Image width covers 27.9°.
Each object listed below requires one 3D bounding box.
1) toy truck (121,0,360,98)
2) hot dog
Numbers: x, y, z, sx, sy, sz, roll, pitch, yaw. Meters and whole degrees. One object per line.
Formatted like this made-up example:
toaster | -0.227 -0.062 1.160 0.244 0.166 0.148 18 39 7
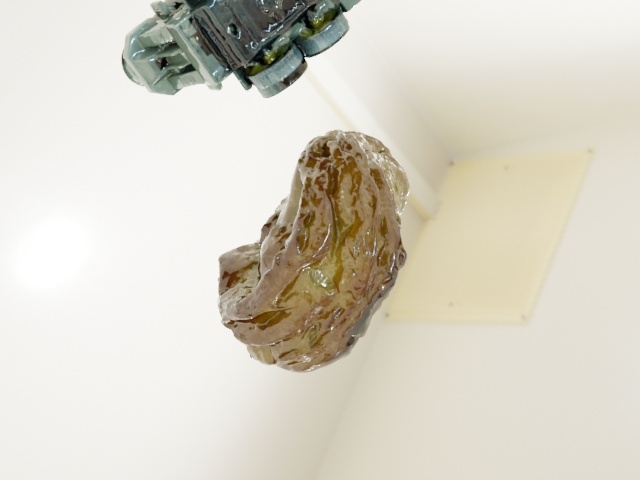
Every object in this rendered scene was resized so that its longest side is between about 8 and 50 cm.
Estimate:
toy truck | -0.030 -0.201 0.953 0.256 0.108 0.140 -44 -157 -17
hot dog | -0.003 -0.001 1.014 0.175 0.114 0.259 -56 -174 14
